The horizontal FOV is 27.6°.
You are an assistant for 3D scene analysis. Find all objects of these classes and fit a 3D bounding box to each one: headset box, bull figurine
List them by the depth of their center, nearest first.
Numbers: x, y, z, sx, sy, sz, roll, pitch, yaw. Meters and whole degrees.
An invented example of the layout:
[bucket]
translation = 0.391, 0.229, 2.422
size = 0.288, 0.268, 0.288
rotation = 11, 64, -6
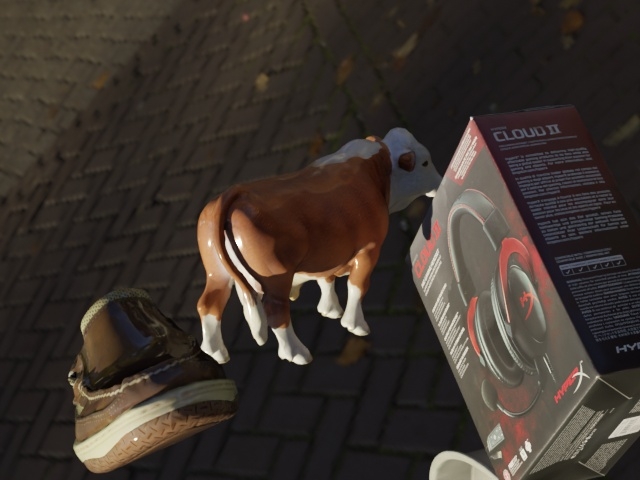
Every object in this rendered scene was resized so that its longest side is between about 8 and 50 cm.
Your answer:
[headset box]
translation = 0.186, 0.041, 1.142
size = 0.218, 0.110, 0.293
rotation = 111, 145, -52
[bull figurine]
translation = 0.000, 0.000, 1.203
size = 0.101, 0.310, 0.188
rotation = 13, 108, 39

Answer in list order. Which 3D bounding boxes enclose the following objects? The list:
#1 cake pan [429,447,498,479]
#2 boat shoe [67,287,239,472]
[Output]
[cake pan]
translation = 0.228, 0.355, 1.460
size = 0.054, 0.293, 0.293
rotation = -27, 30, -21
[boat shoe]
translation = -0.115, 0.078, 0.775
size = 0.095, 0.095, 0.257
rotation = -22, -3, -16
